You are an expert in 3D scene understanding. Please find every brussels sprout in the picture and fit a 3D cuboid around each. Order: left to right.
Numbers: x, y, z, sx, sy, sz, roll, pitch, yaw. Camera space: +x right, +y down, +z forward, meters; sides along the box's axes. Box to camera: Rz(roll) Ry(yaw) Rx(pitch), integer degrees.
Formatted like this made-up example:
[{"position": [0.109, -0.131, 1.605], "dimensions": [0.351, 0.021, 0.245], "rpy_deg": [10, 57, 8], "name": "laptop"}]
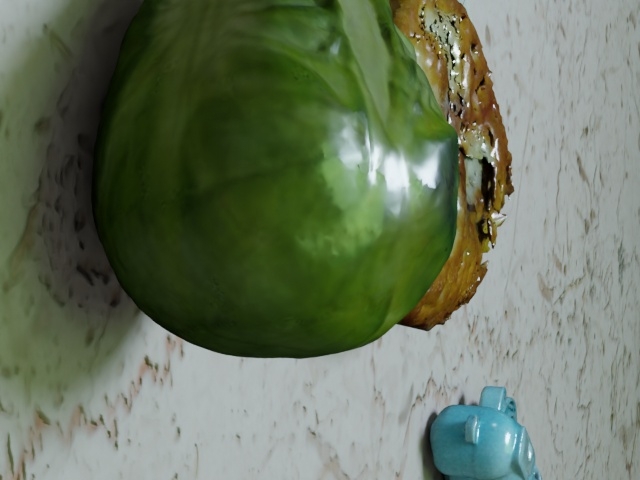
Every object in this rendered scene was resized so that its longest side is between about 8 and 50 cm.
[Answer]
[{"position": [-0.027, -0.060, 1.156], "dimensions": [0.219, 0.210, 0.271], "rpy_deg": [18, 62, -46], "name": "brussels sprout"}]

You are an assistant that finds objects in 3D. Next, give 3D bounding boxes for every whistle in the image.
[{"position": [0.169, 0.225, 1.885], "dimensions": [0.274, 0.093, 0.186], "rpy_deg": [62, 36, -60], "name": "whistle"}]

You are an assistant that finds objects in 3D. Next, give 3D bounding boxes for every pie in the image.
[{"position": [0.074, -0.068, 1.546], "dimensions": [0.308, 0.085, 0.308], "rpy_deg": [25, 61, -61], "name": "pie"}]

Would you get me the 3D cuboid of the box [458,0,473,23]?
[{"position": [0.106, -0.155, 1.736], "dimensions": [0.139, 0.035, 0.245], "rpy_deg": [-68, 152, -42], "name": "box"}]
